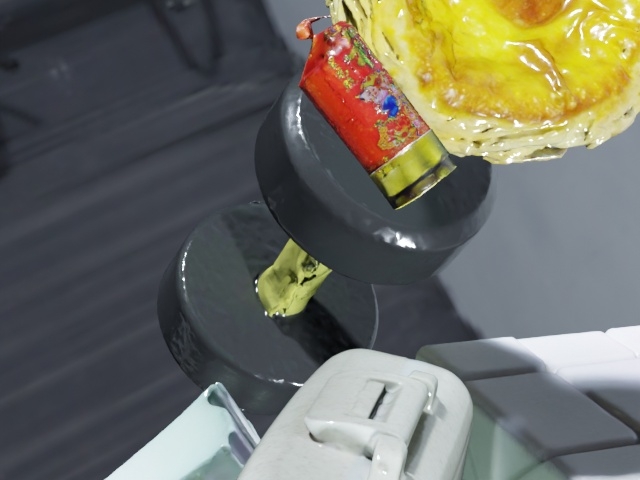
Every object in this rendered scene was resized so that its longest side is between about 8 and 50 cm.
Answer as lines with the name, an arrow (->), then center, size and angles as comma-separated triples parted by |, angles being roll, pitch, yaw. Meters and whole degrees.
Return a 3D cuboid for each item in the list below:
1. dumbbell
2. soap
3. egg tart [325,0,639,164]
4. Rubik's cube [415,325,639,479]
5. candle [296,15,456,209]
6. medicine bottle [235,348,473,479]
dumbbell -> 0.000, 0.000, 1.507 | 0.204, 0.203, 0.322 | 55, 141, 15
soap -> -0.044, 0.261, 1.308 | 0.347, 0.115, 0.208 | 59, 177, -34
egg tart -> 0.129, -0.180, 1.303 | 0.295, 0.294, 0.116 | 58, 156, 11
Rubik's cube -> 0.272, 0.278, 1.519 | 0.319, 0.316, 0.322 | -142, 54, -59
candle -> 0.028, -0.084, 1.059 | 0.131, 0.052, 0.052 | 54, 152, -2
medicine bottle -> 0.000, 0.218, 0.975 | 0.123, 0.375, 0.282 | 15, 105, 9
